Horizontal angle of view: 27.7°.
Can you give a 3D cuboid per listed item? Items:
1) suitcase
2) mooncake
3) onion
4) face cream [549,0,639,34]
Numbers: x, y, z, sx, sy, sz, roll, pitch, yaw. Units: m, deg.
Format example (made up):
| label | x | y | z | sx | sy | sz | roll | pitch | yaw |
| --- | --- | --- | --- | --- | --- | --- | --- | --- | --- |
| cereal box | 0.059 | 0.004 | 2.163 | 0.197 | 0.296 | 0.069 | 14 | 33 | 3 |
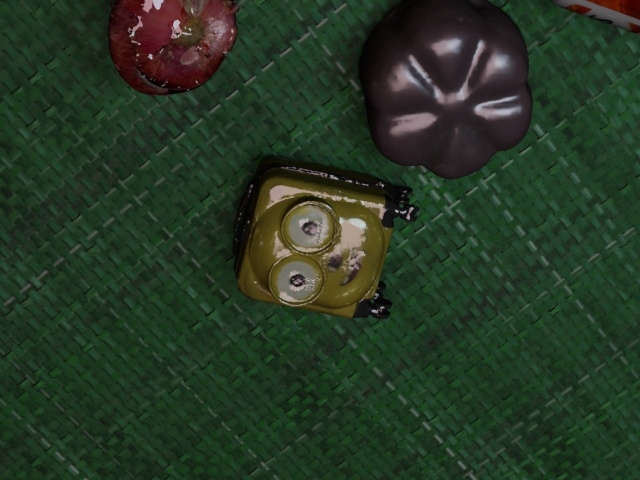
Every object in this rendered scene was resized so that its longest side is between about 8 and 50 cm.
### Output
| label | x | y | z | sx | sy | sz | roll | pitch | yaw |
| --- | --- | --- | --- | --- | --- | --- | --- | --- | --- |
| suitcase | 0.000 | 0.000 | 1.779 | 0.235 | 0.143 | 0.193 | 11 | 111 | -10 |
| mooncake | 0.167 | -0.205 | 1.723 | 0.245 | 0.133 | 0.244 | -2 | 120 | -3 |
| onion | -0.202 | -0.277 | 1.657 | 0.184 | 0.147 | 0.184 | -33 | 138 | -35 |
| face cream | 0.401 | -0.368 | 1.636 | 0.187 | 0.201 | 0.201 | 17 | 110 | -13 |
